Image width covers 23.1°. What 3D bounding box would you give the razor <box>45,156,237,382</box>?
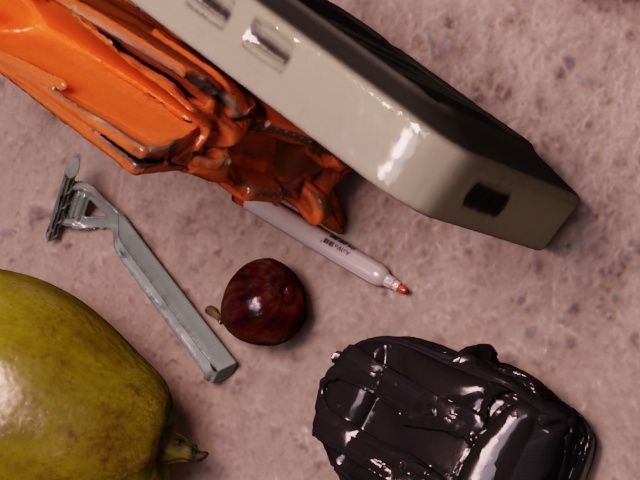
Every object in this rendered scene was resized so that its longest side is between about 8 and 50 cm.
[{"bbox_3d":[-0.183,0.038,1.644,0.278,0.056,0.111,45,139,16],"label":"razor"}]

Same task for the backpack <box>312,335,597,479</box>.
[{"bbox_3d":[0.107,0.187,1.455,0.258,0.133,0.206,25,90,32],"label":"backpack"}]

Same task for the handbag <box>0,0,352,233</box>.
[{"bbox_3d":[-0.138,-0.138,1.445,0.303,0.410,0.116,32,97,25],"label":"handbag"}]

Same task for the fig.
[{"bbox_3d":[-0.073,0.072,1.578,0.125,0.089,0.088,-29,70,45],"label":"fig"}]

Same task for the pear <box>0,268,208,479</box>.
[{"bbox_3d":[-0.294,0.178,1.559,0.375,0.287,0.287,11,87,9],"label":"pear"}]

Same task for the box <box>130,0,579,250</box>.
[{"bbox_3d":[0.034,-0.136,1.393,0.373,0.367,0.090,39,101,23],"label":"box"}]

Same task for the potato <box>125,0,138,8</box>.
[{"bbox_3d":[-0.304,-0.295,1.709,0.202,0.117,0.182,26,91,26],"label":"potato"}]

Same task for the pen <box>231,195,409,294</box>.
[{"bbox_3d":[0.000,0.000,1.576,0.218,0.026,0.026,31,96,25],"label":"pen"}]
